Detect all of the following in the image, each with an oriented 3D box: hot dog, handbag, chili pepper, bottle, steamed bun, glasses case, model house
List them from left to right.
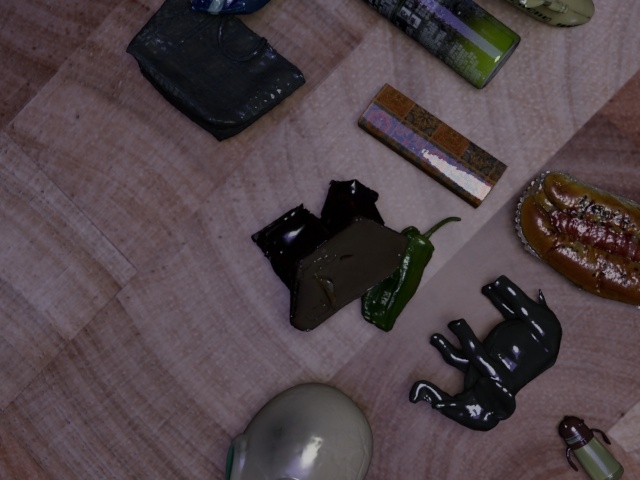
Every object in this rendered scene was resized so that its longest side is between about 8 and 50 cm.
[{"bbox_3d":[-0.169,-0.275,0.973,0.270,0.088,0.175,41,81,11],"label":"handbag"},{"bbox_3d":[-0.038,0.301,0.870,0.177,0.130,0.228,32,78,38],"label":"steamed bun"},{"bbox_3d":[0.009,0.004,0.921,0.203,0.164,0.141,-30,121,-1],"label":"model house"},{"bbox_3d":[0.122,0.033,0.929,0.072,0.073,0.204,29,89,21],"label":"chili pepper"},{"bbox_3d":[0.135,-0.357,0.931,0.330,0.093,0.093,40,92,7],"label":"bottle"},{"bbox_3d":[0.164,-0.140,0.939,0.218,0.049,0.075,36,92,7],"label":"glasses case"},{"bbox_3d":[0.379,0.294,0.898,0.063,0.047,0.101,-30,78,-32],"label":"bottle"},{"bbox_3d":[0.400,0.004,0.893,0.268,0.075,0.144,27,88,5],"label":"hot dog"}]

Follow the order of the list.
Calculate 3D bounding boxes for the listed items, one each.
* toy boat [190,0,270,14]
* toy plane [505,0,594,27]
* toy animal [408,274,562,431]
[{"bbox_3d":[-0.172,-0.466,0.987,0.291,0.067,0.220,39,78,21],"label":"toy boat"},{"bbox_3d":[0.291,-0.362,0.891,0.244,0.229,0.092,8,127,-17],"label":"toy plane"},{"bbox_3d":[0.234,0.163,0.883,0.245,0.114,0.146,-42,83,3],"label":"toy animal"}]
